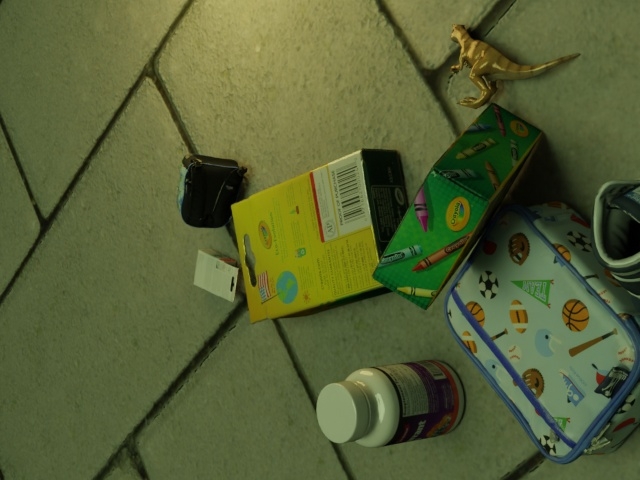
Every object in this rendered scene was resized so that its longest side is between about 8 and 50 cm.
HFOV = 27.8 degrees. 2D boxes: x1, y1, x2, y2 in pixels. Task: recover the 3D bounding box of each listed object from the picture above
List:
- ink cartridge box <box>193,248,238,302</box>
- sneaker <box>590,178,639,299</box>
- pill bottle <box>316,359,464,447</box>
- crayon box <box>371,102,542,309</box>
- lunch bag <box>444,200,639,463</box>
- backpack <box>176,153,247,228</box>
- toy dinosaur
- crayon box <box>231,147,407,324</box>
[{"bbox_3d":[-0.167,0.059,2.168,0.115,0.029,0.062,22,107,45],"label":"ink cartridge box"},{"bbox_3d":[0.391,-0.070,1.380,0.099,0.153,0.282,33,96,38],"label":"sneaker"},{"bbox_3d":[0.093,0.223,1.751,0.108,0.194,0.108,3,94,49],"label":"pill bottle"},{"bbox_3d":[0.173,-0.048,1.589,0.081,0.278,0.165,32,120,8],"label":"crayon box"},{"bbox_3d":[0.290,0.118,1.586,0.303,0.115,0.243,56,132,33],"label":"lunch bag"},{"bbox_3d":[-0.187,-0.082,2.133,0.084,0.105,0.114,-129,49,-63],"label":"backpack"},{"bbox_3d":[0.224,-0.225,1.681,0.211,0.064,0.112,34,115,42],"label":"toy dinosaur"},{"bbox_3d":[0.000,0.000,1.934,0.319,0.081,0.202,-18,78,47],"label":"crayon box"}]
